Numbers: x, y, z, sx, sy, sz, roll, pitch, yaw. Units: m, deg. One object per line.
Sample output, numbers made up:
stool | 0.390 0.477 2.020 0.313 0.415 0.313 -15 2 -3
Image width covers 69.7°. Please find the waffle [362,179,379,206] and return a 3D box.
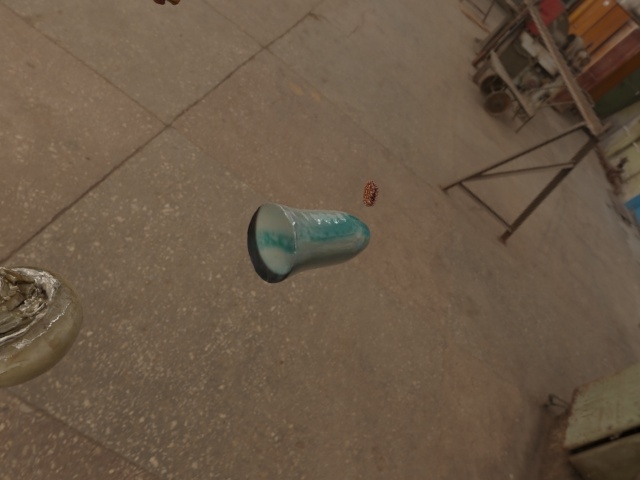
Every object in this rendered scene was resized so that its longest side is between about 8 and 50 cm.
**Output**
waffle | 0.143 -0.136 1.316 0.029 0.075 0.083 6 14 -14

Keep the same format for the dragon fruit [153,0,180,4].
dragon fruit | -0.355 -0.613 1.062 0.068 0.112 0.126 -23 113 -57

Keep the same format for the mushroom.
mushroom | -0.516 0.132 0.753 0.227 0.178 0.226 4 48 -5

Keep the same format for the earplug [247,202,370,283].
earplug | 0.000 0.000 1.153 0.324 0.185 0.184 -3 58 -43
